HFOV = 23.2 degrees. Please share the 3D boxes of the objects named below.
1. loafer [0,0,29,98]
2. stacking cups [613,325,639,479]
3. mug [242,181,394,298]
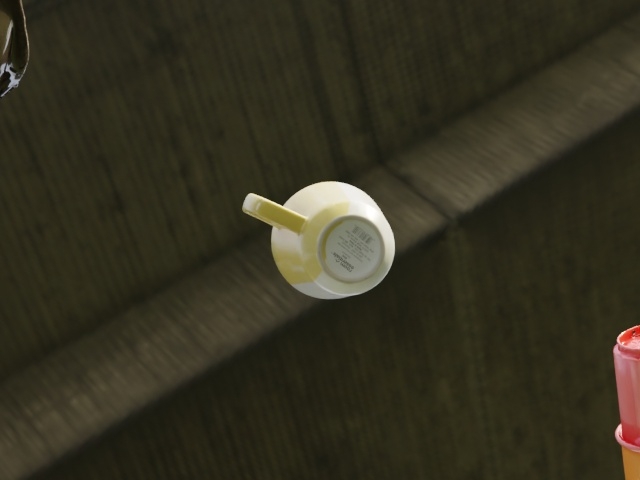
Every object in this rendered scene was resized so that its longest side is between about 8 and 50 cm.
[{"bbox_3d":[-0.140,-0.142,0.545,0.078,0.220,0.080,-8,-17,-44],"label":"loafer"},{"bbox_3d":[0.246,0.208,1.006,0.096,0.096,0.316,-15,-75,-31],"label":"stacking cups"},{"bbox_3d":[0.003,0.003,0.793,0.078,0.064,0.062,-7,-84,-9],"label":"mug"}]
